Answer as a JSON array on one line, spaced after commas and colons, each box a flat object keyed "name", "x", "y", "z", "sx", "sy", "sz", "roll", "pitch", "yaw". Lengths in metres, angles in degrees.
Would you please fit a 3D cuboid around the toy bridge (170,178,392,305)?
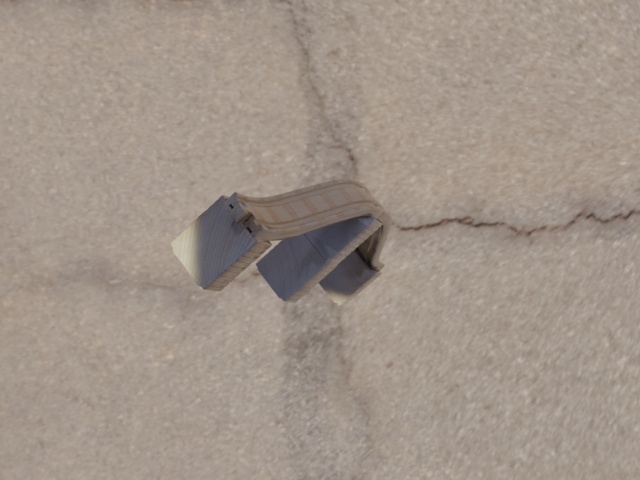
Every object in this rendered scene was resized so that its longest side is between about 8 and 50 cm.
[{"name": "toy bridge", "x": 0.000, "y": 0.000, "z": 0.393, "sx": 0.063, "sy": 0.188, "sz": 0.026, "roll": -41, "pitch": 73, "yaw": 10}]
